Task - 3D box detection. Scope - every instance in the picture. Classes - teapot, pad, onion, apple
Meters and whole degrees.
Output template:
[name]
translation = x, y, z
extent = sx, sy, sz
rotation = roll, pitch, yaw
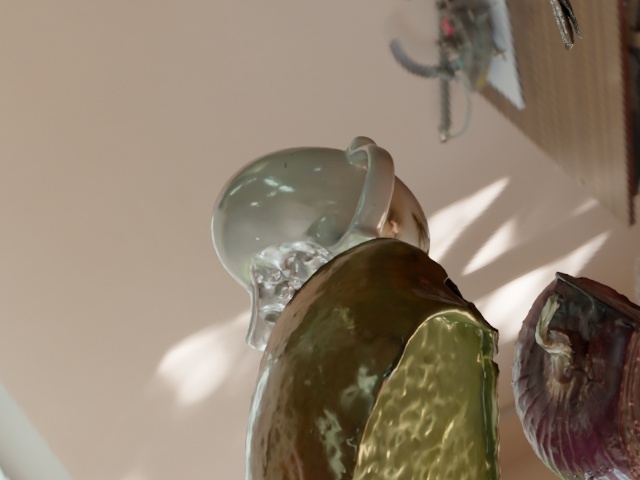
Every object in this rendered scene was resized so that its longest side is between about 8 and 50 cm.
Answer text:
[teapot]
translation = 0.000, 0.000, 0.944
extent = 0.298, 0.204, 0.139
rotation = 118, 169, -57
[pad]
translation = 0.227, -0.327, 1.072
extent = 0.174, 0.022, 0.233
rotation = 54, -152, -40
[onion]
translation = 0.342, 0.183, 1.259
extent = 0.256, 0.272, 0.230
rotation = -90, 20, -79
[apple]
translation = 0.039, 0.179, 0.702
extent = 0.254, 0.179, 0.346
rotation = -77, -19, -72
